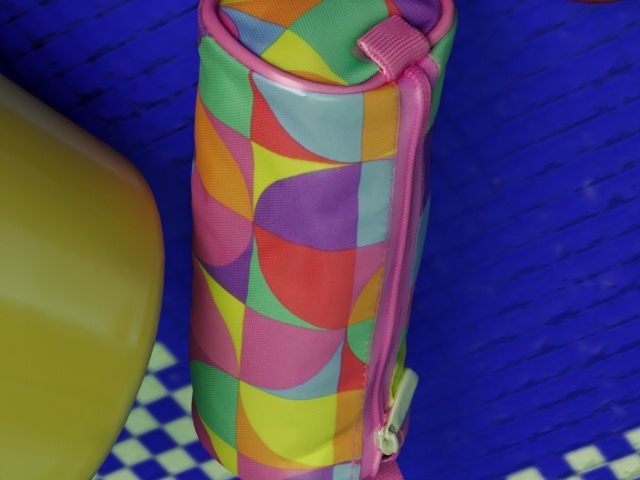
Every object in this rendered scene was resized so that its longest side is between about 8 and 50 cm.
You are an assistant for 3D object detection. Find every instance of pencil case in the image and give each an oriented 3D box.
[{"bbox_3d":[0.000,0.000,0.759,0.104,0.104,0.236,2,131,1],"label":"pencil case"}]

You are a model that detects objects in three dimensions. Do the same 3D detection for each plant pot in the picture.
[{"bbox_3d":[-0.199,0.007,0.695,0.239,0.254,0.254,22,130,-36],"label":"plant pot"}]

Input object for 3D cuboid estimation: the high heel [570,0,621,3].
[{"bbox_3d":[0.110,-0.177,0.613,0.117,0.082,0.244,-5,144,-6],"label":"high heel"}]
